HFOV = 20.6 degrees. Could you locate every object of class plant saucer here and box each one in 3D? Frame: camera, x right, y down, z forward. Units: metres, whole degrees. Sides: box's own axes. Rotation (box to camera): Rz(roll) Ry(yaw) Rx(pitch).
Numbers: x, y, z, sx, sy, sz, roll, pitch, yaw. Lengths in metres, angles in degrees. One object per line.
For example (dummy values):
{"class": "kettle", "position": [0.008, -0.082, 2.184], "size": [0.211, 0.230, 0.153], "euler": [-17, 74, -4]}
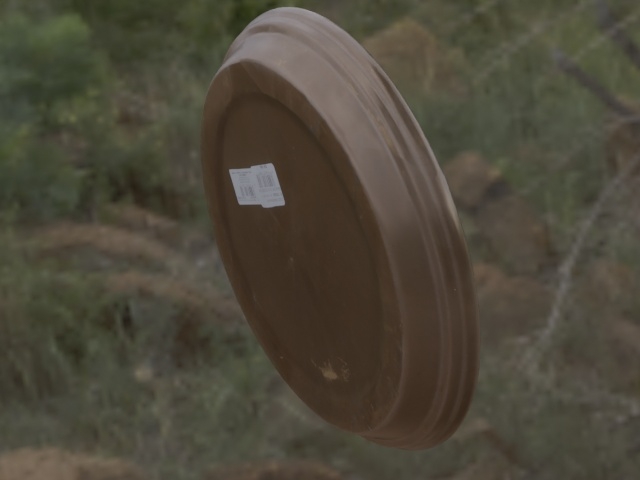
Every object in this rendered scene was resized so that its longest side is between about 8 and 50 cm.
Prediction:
{"class": "plant saucer", "position": [0.000, 0.000, 1.047], "size": [0.041, 0.278, 0.278], "euler": [-21, 18, -24]}
